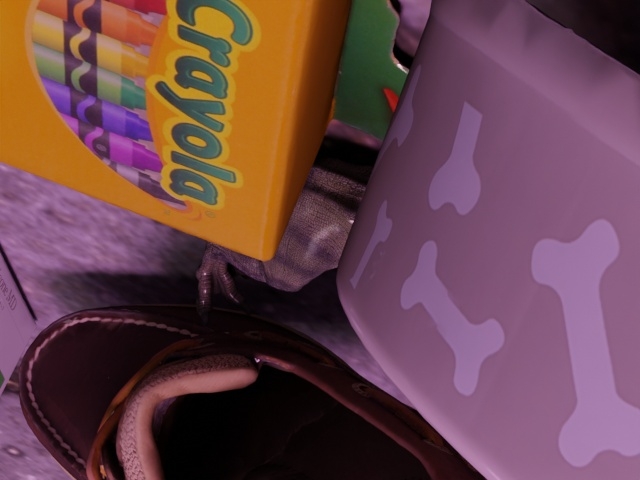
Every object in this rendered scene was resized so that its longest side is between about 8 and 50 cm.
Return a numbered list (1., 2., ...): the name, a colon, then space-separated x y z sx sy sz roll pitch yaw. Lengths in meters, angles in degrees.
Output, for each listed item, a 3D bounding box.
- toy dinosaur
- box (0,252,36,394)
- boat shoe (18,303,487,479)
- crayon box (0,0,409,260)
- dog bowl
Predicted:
1. toy dinosaur: 0.000 0.000 0.797 0.268 0.064 0.118 25 149 8
2. box: -0.225 0.044 1.007 0.102 0.087 0.101 14 151 16
3. boat shoe: -0.042 0.086 0.843 0.342 0.123 0.123 23 169 45
4. crayon box: -0.096 -0.104 0.659 0.318 0.081 0.202 20 152 6
5. dog bowl: 0.157 0.053 0.534 0.349 0.102 0.349 32 -171 -6
